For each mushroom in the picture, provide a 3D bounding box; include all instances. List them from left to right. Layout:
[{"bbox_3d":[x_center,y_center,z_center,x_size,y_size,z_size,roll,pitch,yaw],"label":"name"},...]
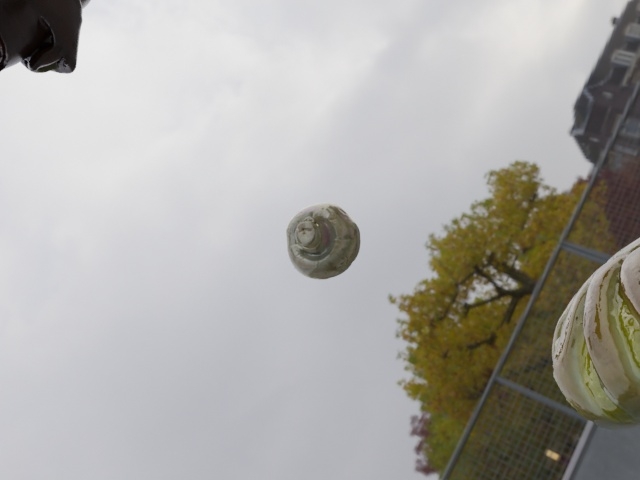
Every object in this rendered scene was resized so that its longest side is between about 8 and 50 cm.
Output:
[{"bbox_3d":[0.000,0.000,0.798,0.067,0.083,0.084,17,-85,-55],"label":"mushroom"}]

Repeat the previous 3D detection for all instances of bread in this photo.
[{"bbox_3d":[0.232,0.034,0.446,0.213,0.105,0.213,-25,-15,-7],"label":"bread"}]

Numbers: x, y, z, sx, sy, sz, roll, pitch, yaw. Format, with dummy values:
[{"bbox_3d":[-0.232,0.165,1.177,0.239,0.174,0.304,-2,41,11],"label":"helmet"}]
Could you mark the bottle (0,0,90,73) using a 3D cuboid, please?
[{"bbox_3d":[-0.216,-0.206,0.542,0.156,0.143,0.271,39,-114,-14],"label":"bottle"}]
